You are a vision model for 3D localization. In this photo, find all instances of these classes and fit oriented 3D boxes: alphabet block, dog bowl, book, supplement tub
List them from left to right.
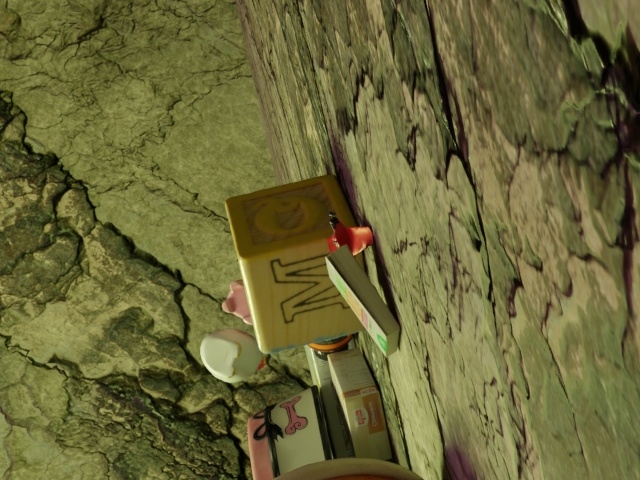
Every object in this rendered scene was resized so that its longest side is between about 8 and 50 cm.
[{"bbox_3d":[-0.035,0.036,1.817,0.192,0.194,0.197,-112,10,-55],"label":"alphabet block"},{"bbox_3d":[-0.040,0.490,2.146,0.408,0.150,0.407,170,90,-88],"label":"dog bowl"},{"bbox_3d":[0.009,0.140,2.137,0.106,0.106,0.197,-108,6,-48],"label":"supplement tub"},{"bbox_3d":[0.061,0.087,1.570,0.144,0.035,0.096,54,167,22],"label":"book"}]

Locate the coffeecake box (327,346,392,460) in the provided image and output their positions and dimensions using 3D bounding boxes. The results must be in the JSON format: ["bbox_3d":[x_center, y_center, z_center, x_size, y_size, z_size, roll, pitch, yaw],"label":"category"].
[{"bbox_3d":[0.071,0.305,2.079,0.185,0.068,0.142,-114,12,-68],"label":"coffeecake box"}]

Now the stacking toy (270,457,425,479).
[{"bbox_3d":[0.063,0.524,1.309,0.480,0.351,0.350,-120,16,-52],"label":"stacking toy"}]

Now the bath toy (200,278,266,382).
[{"bbox_3d":[-0.090,0.098,2.014,0.348,0.151,0.129,-64,-19,12],"label":"bath toy"}]

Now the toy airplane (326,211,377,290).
[{"bbox_3d":[0.045,0.027,1.624,0.151,0.028,0.151,45,151,33],"label":"toy airplane"}]

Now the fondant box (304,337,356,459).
[{"bbox_3d":[0.043,0.328,2.342,0.238,0.096,0.330,137,119,-85],"label":"fondant box"}]
